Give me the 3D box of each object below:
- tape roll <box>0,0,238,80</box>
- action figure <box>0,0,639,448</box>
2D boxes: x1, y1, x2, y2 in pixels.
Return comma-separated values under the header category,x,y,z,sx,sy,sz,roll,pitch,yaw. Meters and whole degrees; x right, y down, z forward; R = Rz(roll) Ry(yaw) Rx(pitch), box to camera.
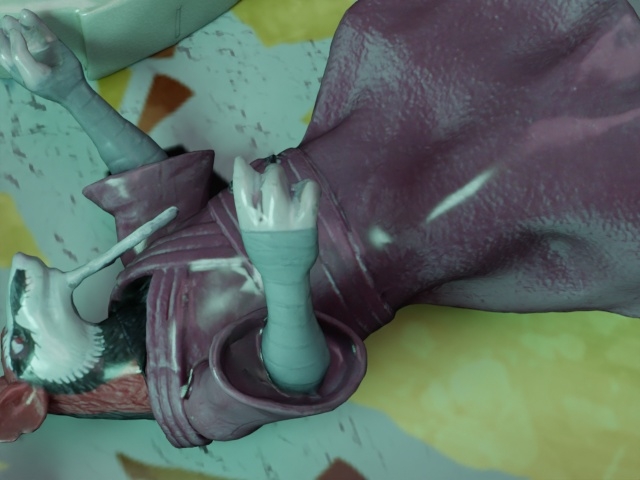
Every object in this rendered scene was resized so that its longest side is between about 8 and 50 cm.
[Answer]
category,x,y,z,sx,sy,sz,roll,pitch,yaw
tape roll,-0.178,-0.274,0.827,0.392,0.072,0.392,2,67,-5
action figure,0.000,0.000,0.708,0.370,0.275,0.248,-32,41,1
